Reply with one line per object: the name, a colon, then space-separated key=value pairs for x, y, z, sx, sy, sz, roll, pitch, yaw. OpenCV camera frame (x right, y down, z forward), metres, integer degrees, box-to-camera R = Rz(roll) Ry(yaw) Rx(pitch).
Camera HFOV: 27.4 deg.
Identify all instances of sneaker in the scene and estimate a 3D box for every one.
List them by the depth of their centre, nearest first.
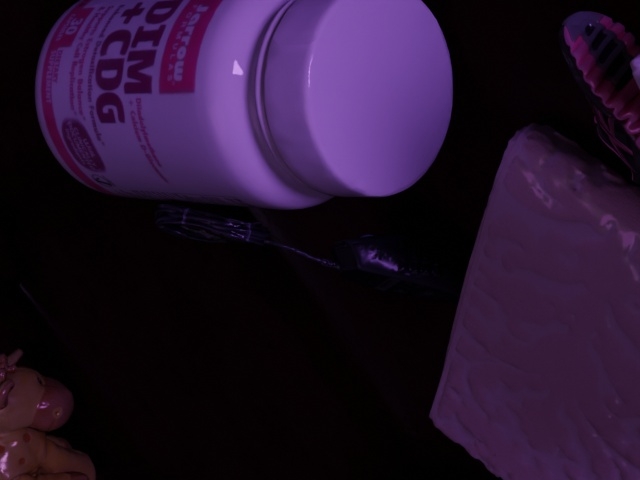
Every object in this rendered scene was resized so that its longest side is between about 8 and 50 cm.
sneaker: x=0.174 y=-0.079 z=0.775 sx=0.119 sy=0.047 sz=0.057 roll=54 pitch=157 yaw=-3

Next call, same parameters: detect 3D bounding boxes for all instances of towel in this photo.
towel: x=0.231 y=0.120 z=0.874 sx=0.332 sy=0.053 sz=0.317 roll=37 pitch=145 yaw=23

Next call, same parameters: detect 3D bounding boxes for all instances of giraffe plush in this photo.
giraffe plush: x=-0.365 y=0.226 z=1.586 sx=0.181 sy=0.210 sz=0.170 roll=26 pitch=107 yaw=49

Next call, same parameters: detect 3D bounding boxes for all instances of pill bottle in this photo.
pill bottle: x=-0.058 y=-0.103 z=0.906 sx=0.283 sy=0.160 sz=0.160 roll=5 pitch=126 yaw=45

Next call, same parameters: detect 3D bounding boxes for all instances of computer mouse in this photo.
computer mouse: x=0.000 y=0.000 z=0.954 sx=0.242 sy=0.041 sz=0.071 roll=14 pitch=169 yaw=-9

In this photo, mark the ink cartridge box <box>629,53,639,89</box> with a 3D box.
ink cartridge box: x=0.286 y=-0.035 z=0.570 sx=0.168 sy=0.171 sz=0.232 roll=-14 pitch=111 yaw=53
